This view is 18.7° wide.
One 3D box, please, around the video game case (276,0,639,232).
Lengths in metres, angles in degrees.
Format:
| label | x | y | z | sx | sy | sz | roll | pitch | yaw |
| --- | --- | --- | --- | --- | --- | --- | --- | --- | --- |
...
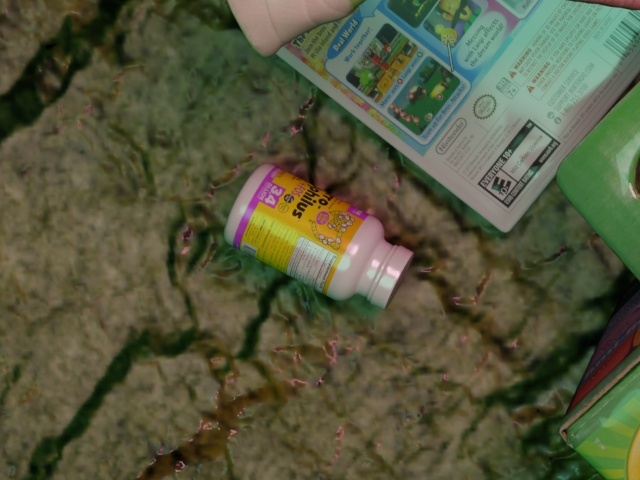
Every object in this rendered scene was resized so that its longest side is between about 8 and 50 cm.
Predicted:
| label | x | y | z | sx | sy | sz | roll | pitch | yaw |
| --- | --- | --- | --- | --- | --- | --- | --- | --- | --- |
| video game case | 0.074 | -0.105 | 0.863 | 0.143 | 0.019 | 0.157 | 39 | 115 | 3 |

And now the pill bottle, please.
| label | x | y | z | sx | sy | sz | roll | pitch | yaw |
| --- | --- | --- | --- | --- | --- | --- | --- | --- | --- |
| pill bottle | 0.000 | 0.000 | 0.905 | 0.083 | 0.043 | 0.043 | 27 | 113 | 7 |

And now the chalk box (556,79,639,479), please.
| label | x | y | z | sx | sy | sz | roll | pitch | yaw |
| --- | --- | --- | --- | --- | --- | --- | --- | --- | --- |
| chalk box | 0.223 | 0.047 | 0.778 | 0.289 | 0.179 | 0.180 | 43 | 113 | 0 |

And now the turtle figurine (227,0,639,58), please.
| label | x | y | z | sx | sy | sz | roll | pitch | yaw |
| --- | --- | --- | --- | --- | --- | --- | --- | --- | --- |
| turtle figurine | 0.074 | -0.192 | 0.730 | 0.266 | 0.274 | 0.197 | -18 | 60 | 15 |
